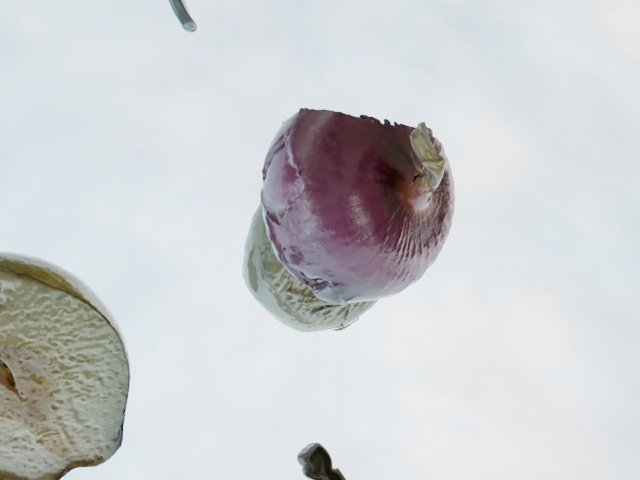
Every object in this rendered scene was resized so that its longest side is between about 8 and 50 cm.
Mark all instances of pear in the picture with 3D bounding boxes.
[{"bbox_3d":[-0.462,0.175,1.305,0.340,0.386,0.191,-21,-152,0],"label":"pear"}]

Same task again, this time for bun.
[{"bbox_3d":[-0.005,0.002,1.241,0.273,0.273,0.168,-8,-150,-31],"label":"bun"}]

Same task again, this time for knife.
[{"bbox_3d":[-0.156,-0.273,0.864,0.028,0.015,0.210,31,-154,-42],"label":"knife"}]

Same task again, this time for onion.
[{"bbox_3d":[0.038,-0.028,0.833,0.200,0.200,0.207,39,-172,12],"label":"onion"}]

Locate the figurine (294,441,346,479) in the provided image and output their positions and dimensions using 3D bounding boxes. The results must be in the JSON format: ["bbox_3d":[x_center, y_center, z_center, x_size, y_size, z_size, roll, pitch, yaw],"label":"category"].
[{"bbox_3d":[-0.013,0.455,1.241,0.308,0.143,0.308,25,-135,-29],"label":"figurine"}]
